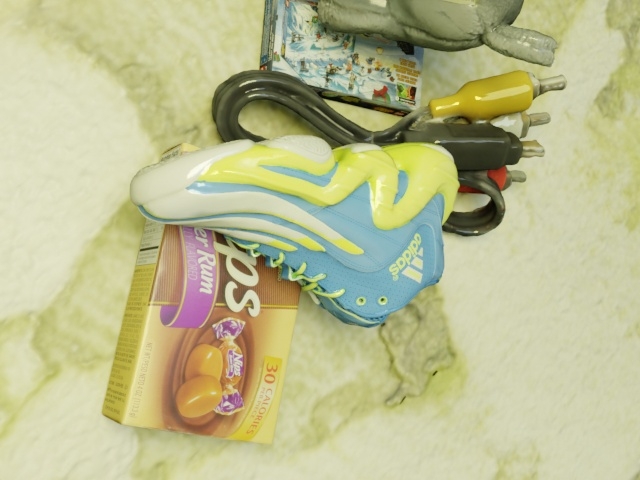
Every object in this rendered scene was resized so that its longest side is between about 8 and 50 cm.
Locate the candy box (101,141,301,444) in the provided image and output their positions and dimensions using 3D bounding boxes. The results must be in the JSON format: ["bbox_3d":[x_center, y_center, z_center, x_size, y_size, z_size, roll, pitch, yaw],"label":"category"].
[{"bbox_3d":[-0.072,0.038,0.552,0.109,0.053,0.186,17,79,-28],"label":"candy box"}]

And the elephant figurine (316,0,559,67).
[{"bbox_3d":[0.094,-0.254,0.599,0.239,0.169,0.186,-59,138,-45],"label":"elephant figurine"}]

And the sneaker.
[{"bbox_3d":[0.000,0.000,0.515,0.240,0.091,0.126,-6,90,-32],"label":"sneaker"}]

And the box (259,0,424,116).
[{"bbox_3d":[0.020,-0.157,0.633,0.137,0.027,0.094,8,83,-29],"label":"box"}]

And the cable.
[{"bbox_3d":[0.054,-0.074,0.636,0.287,0.072,0.139,2,126,-13],"label":"cable"}]
